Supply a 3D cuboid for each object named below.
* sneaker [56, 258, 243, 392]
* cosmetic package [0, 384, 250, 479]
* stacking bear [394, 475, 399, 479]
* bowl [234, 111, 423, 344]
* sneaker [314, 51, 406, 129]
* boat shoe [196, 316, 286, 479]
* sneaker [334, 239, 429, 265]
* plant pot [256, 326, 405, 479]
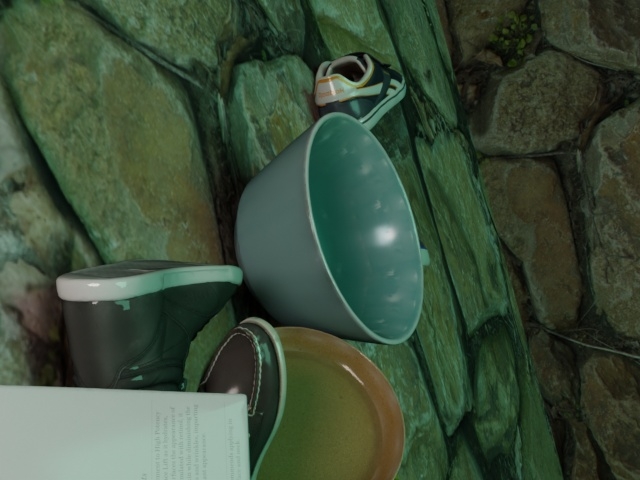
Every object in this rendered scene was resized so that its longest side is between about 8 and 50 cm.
[{"bbox_3d":[-0.155,0.095,0.728,0.296,0.105,0.146,-10,101,-76],"label":"sneaker"},{"bbox_3d":[-0.167,0.168,0.530,0.231,0.085,0.117,9,62,-28],"label":"cosmetic package"},{"bbox_3d":[0.026,0.302,0.908,0.164,0.175,0.289,65,11,-59],"label":"stacking bear"},{"bbox_3d":[0.000,0.000,1.010,0.311,0.163,0.311,36,47,-50],"label":"bowl"},{"bbox_3d":[0.079,-0.302,1.437,0.321,0.126,0.127,-57,132,-58],"label":"sneaker"},{"bbox_3d":[-0.093,0.185,0.717,0.069,0.081,0.227,-2,108,-57],"label":"boat shoe"},{"bbox_3d":[0.081,-0.065,1.282,0.323,0.130,0.236,7,73,-58],"label":"sneaker"},{"bbox_3d":[-0.021,0.204,0.847,0.032,0.236,0.236,113,-12,-47],"label":"plant pot"}]
